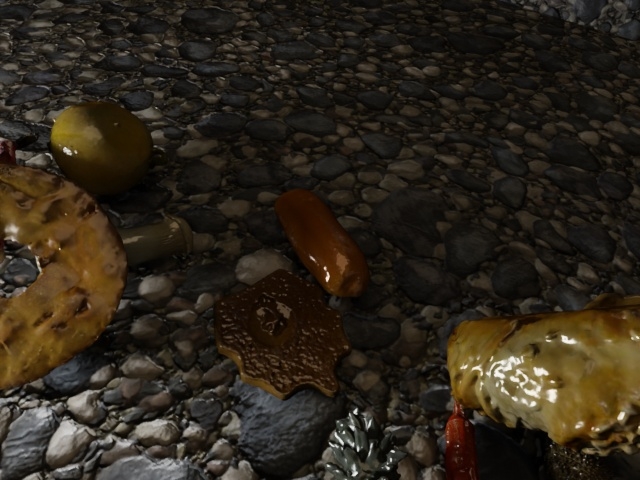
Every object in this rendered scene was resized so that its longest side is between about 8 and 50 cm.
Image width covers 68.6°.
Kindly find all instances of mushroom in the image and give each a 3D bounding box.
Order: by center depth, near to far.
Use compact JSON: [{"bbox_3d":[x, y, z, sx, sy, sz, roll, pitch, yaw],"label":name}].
[{"bbox_3d":[-0.313,0.008,0.732,0.223,0.081,0.092,-11,6,-14],"label":"mushroom"}]

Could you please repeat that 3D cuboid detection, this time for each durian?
[{"bbox_3d":[0.321,0.283,0.575,0.091,0.080,0.080,29,49,25],"label":"durian"}]

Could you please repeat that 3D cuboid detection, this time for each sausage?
[{"bbox_3d":[0.000,0.000,0.780,0.098,0.098,0.238,-17,52,-23],"label":"sausage"}]

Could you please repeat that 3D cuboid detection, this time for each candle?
[{"bbox_3d":[0.182,0.268,0.589,0.053,0.048,0.162,32,41,-20],"label":"candle"}]

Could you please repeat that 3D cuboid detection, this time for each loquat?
[{"bbox_3d":[-0.377,-0.161,0.834,0.205,0.149,0.172,8,41,-16],"label":"loquat"}]

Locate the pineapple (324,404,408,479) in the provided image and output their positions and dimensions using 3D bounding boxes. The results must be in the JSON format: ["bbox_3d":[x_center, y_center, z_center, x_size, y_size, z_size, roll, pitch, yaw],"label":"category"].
[{"bbox_3d":[0.051,0.312,0.476,0.158,0.157,0.278,2,37,-7],"label":"pineapple"}]

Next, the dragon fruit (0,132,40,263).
[{"bbox_3d":[-0.549,-0.059,0.721,0.211,0.147,0.282,20,40,29],"label":"dragon fruit"}]

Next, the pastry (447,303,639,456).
[{"bbox_3d":[0.305,0.159,0.551,0.255,0.311,0.161,-1,80,-32],"label":"pastry"}]

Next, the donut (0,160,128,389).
[{"bbox_3d":[-0.388,0.040,0.606,0.278,0.108,0.277,2,82,-13],"label":"donut"}]

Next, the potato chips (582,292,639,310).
[{"bbox_3d":[0.486,0.178,0.710,0.195,0.061,0.208,-30,59,-25],"label":"potato chips"}]

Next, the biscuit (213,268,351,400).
[{"bbox_3d":[-0.047,0.143,0.679,0.182,0.034,0.215,-28,59,-29],"label":"biscuit"}]
